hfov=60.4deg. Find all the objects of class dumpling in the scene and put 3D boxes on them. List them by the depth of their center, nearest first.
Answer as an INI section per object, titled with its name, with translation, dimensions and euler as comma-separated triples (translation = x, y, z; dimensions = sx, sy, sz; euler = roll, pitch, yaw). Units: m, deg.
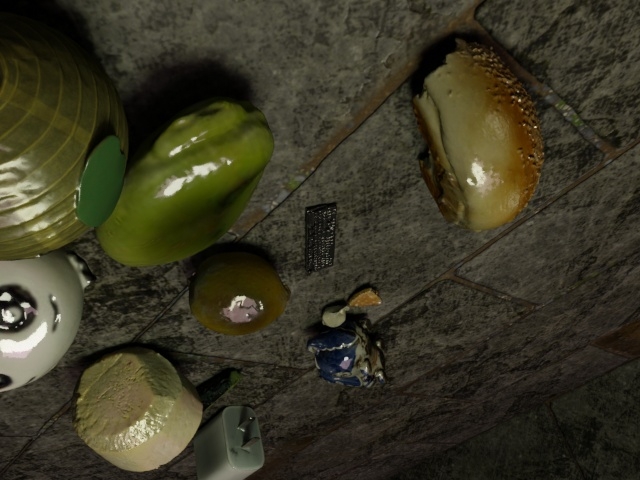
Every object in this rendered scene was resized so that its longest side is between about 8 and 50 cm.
[dumpling]
translation = 0.034, 0.167, 1.257
dimensions = 0.052, 0.057, 0.076
euler = 21, 135, 21

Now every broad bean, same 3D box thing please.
[broad bean]
translation = -0.172, -0.070, 0.725
dimensions = 0.291, 0.119, 0.238
euler = -45, 169, 28

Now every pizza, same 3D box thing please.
[pizza]
translation = 0.106, 0.129, 1.245
dimensions = 0.078, 0.025, 0.083
euler = 19, 139, -34

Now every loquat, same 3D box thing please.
[loquat]
translation = -0.144, 0.095, 0.989
dimensions = 0.195, 0.152, 0.152
euler = 15, 136, -20

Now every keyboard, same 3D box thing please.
[keyboard]
translation = 0.000, 0.000, 1.031
dimensions = 0.060, 0.018, 0.195
euler = -13, 146, -10

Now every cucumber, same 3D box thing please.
[cucumber]
translation = -0.291, 0.394, 1.420
dimensions = 0.211, 0.062, 0.078
euler = -43, 172, 24

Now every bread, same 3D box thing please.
[bread]
translation = 0.239, -0.124, 0.807
dimensions = 0.171, 0.192, 0.314
euler = -19, 145, 5

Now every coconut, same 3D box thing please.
[coconut]
translation = -0.390, 0.368, 1.189
dimensions = 0.239, 0.239, 0.244
euler = -17, 145, -1

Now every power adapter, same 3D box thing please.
[power adapter]
translation = -0.252, 0.591, 1.590
dimensions = 0.124, 0.187, 0.255
euler = 14, 134, -38

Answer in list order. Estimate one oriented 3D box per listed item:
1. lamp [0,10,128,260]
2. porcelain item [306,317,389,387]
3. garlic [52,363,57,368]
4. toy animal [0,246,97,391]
[lamp]
translation = -0.325, -0.097, 0.577
dimensions = 0.250, 0.250, 0.284
euler = -11, 168, -9
[porcelain item]
translation = 0.058, 0.287, 1.371
dimensions = 0.186, 0.138, 0.288
euler = -9, 153, 18
[garlic]
translation = -0.511, 0.151, 0.881
dimensions = 0.281, 0.185, 0.203
euler = -26, 166, 10
[toy animal]
translation = -0.454, 0.060, 0.674
dimensions = 0.310, 0.251, 0.251
euler = 26, 130, -21
